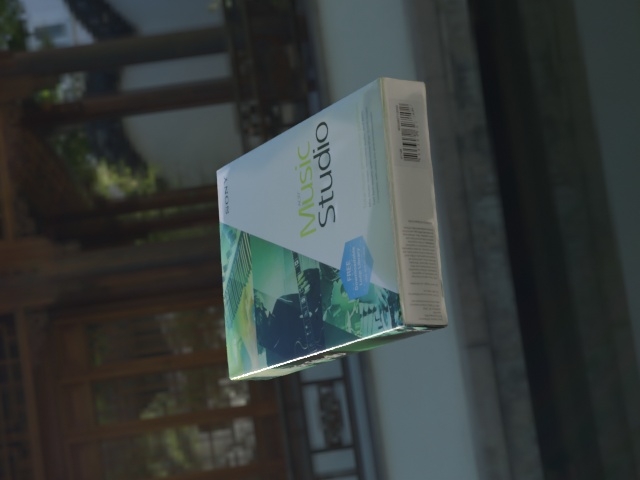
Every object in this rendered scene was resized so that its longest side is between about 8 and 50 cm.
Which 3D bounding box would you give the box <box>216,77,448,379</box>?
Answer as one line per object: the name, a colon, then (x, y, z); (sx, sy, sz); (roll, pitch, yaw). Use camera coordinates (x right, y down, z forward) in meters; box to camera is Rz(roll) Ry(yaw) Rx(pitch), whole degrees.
box: (0.000, 0.000, 1.438); (0.322, 0.058, 0.232); (-25, 66, 56)
